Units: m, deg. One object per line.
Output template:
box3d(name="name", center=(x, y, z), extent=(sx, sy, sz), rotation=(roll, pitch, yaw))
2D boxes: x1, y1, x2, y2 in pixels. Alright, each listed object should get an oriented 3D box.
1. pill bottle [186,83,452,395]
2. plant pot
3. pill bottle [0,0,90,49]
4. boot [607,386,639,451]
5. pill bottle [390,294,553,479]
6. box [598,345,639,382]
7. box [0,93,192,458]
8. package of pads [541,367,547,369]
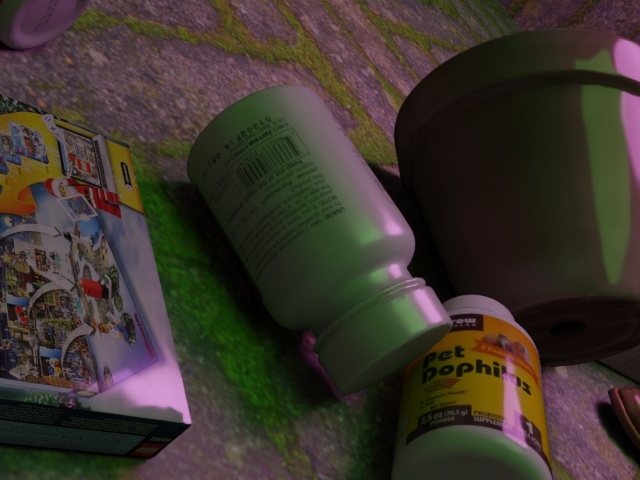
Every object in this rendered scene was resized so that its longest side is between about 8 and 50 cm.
box3d(name="pill bottle", center=(0.000, 0.000, 0.659), extent=(0.131, 0.131, 0.229), rotation=(-2, 55, -56))
box3d(name="plant pot", center=(0.254, -0.022, 0.917), extent=(0.323, 0.323, 0.280), rotation=(24, 51, -38))
box3d(name="pill bottle", center=(-0.259, -0.235, 0.641), extent=(0.160, 0.087, 0.087), rotation=(49, 27, 3))
box3d(name="boot", center=(0.492, 0.260, 1.052), extent=(0.305, 0.115, 0.112), rotation=(36, 31, -19))
box3d(name="pill bottle", center=(0.124, 0.135, 0.674), extent=(0.117, 0.117, 0.215), rotation=(41, 27, -12))
box3d(name="box", center=(0.446, 0.059, 1.191), extent=(0.345, 0.168, 0.215), rotation=(27, 34, -36))
box3d(name="box", center=(-0.174, 0.009, 0.488), extent=(0.159, 0.044, 0.233), rotation=(20, 38, -42))
box3d(name="package of pads", center=(0.276, 0.127, 1.003), extent=(0.083, 0.032, 0.050), rotation=(-5, 60, -57))
